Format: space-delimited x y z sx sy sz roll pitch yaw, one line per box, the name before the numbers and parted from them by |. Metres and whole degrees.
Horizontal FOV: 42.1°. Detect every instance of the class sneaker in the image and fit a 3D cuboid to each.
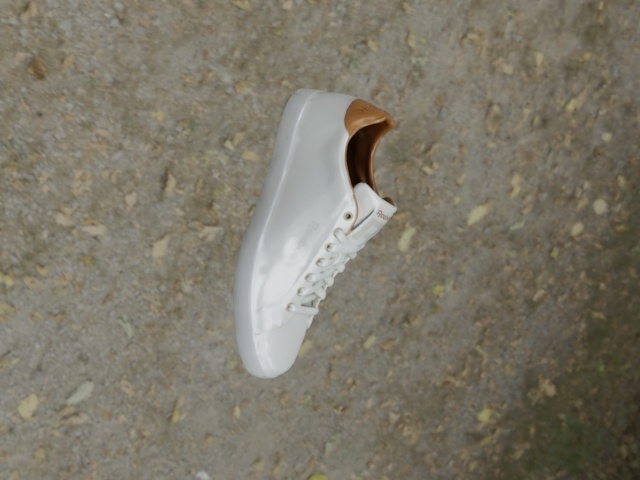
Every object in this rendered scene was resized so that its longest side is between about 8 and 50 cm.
sneaker | 0.000 0.000 0.798 0.106 0.123 0.290 11 92 -65
